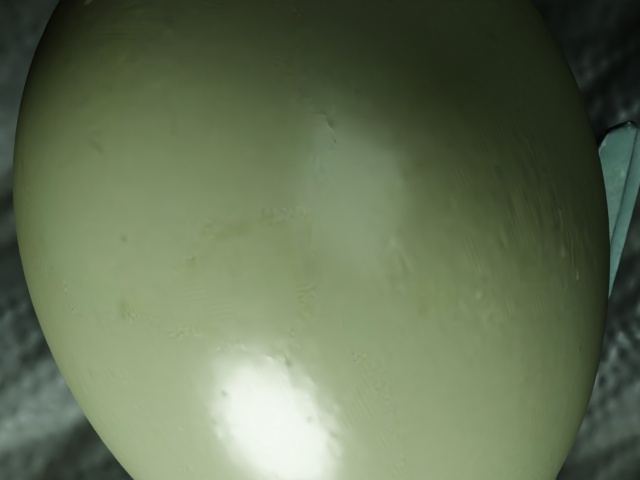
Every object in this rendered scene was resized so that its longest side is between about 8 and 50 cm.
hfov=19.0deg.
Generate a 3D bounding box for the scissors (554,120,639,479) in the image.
[{"bbox_3d":[0.045,0.165,0.722,0.192,0.029,0.447,20,88,-19],"label":"scissors"}]

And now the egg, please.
[{"bbox_3d":[0.000,0.000,0.614,0.186,0.186,0.242,-23,112,-15],"label":"egg"}]
